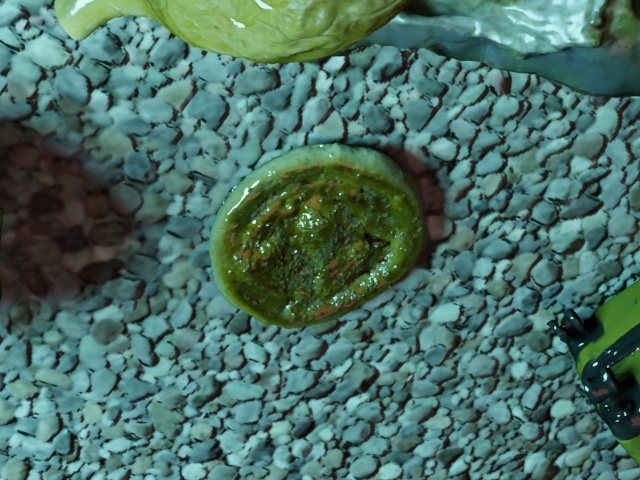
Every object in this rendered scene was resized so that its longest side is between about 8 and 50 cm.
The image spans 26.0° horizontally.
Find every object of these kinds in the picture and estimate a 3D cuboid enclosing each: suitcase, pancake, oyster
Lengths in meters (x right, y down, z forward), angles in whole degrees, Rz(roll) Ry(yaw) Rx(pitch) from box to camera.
[{"bbox_3d":[0.310,0.108,1.036,0.194,0.143,0.235,-36,126,12],"label":"suitcase"},{"bbox_3d":[0.000,0.000,0.950,0.158,0.028,0.158,-7,129,-9],"label":"pancake"},{"bbox_3d":[0.139,-0.160,0.799,0.337,0.133,0.198,4,158,5],"label":"oyster"}]

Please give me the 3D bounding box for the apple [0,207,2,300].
[{"bbox_3d":[-0.280,0.016,0.795,0.200,0.200,0.200,-7,126,-10],"label":"apple"}]

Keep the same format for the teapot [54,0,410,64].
[{"bbox_3d":[-0.035,-0.202,0.671,0.167,0.203,0.311,9,139,-38],"label":"teapot"}]
